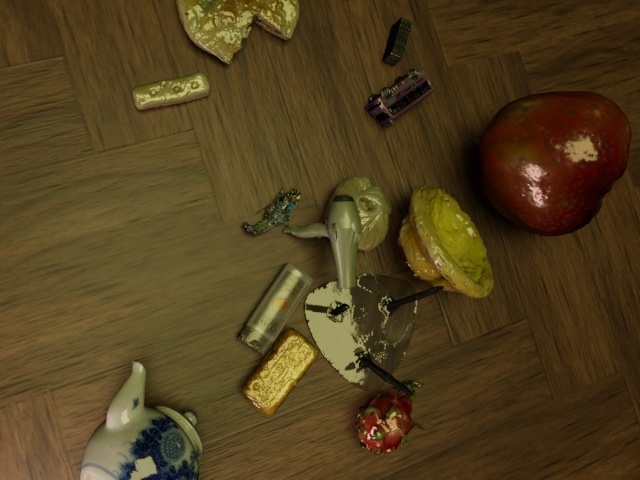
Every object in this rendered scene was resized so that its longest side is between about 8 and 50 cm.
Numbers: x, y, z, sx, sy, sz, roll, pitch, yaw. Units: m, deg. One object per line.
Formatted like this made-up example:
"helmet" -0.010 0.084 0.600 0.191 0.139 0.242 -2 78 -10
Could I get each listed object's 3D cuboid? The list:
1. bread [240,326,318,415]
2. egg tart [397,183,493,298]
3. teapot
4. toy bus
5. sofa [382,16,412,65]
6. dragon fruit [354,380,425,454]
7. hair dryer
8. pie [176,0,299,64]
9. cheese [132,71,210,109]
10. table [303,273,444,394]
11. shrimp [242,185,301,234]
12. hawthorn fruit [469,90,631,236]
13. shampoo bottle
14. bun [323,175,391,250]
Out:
"bread" -0.099 0.323 1.464 0.114 0.083 0.211 41 76 -5
"egg tart" 0.316 0.014 1.545 0.345 0.132 0.346 33 38 -30
"teapot" -0.368 0.472 1.312 0.280 0.252 0.424 -39 119 -51
"toy bus" 0.218 -0.390 1.619 0.178 0.087 0.098 -37 101 -17
"sofa" 0.213 -0.550 1.646 0.039 0.060 0.118 20 79 -19
"dragon fruit" 0.189 0.446 1.512 0.235 0.135 0.137 -25 85 -34
"hair dryer" 0.019 0.024 1.453 0.088 0.224 0.219 0 68 -54
"pie" -0.219 -0.626 1.528 0.337 0.075 0.338 2 84 -15
"cheese" -0.369 -0.371 1.481 0.193 0.043 0.065 -18 94 -18
"table" 0.129 0.207 1.451 0.317 0.249 0.318 2 84 -15
"shrimp" -0.119 -0.072 1.518 0.174 0.076 0.082 -38 54 -11
"hawthorn fruit" 0.584 -0.212 1.572 0.402 0.403 0.403 2 84 -15
"shampoo bottle" -0.113 0.170 1.489 0.086 0.056 0.227 37 76 -13
"bun" 0.107 -0.076 1.538 0.178 0.128 0.193 28 76 -10
